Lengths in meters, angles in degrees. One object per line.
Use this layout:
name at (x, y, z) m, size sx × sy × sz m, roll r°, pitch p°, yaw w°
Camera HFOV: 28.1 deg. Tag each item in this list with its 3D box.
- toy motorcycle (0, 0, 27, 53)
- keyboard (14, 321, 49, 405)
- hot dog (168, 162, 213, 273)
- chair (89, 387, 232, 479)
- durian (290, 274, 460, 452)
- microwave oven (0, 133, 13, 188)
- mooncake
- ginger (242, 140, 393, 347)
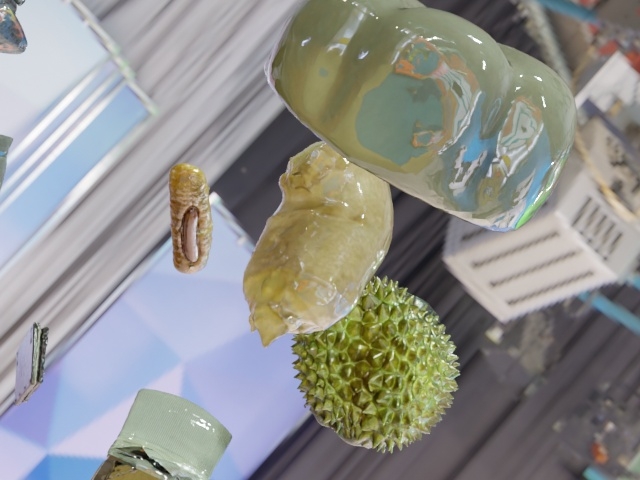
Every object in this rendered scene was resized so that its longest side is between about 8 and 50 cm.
toy motorcycle at (-0.485, -0.338, 1.532) m, size 0.307 × 0.108 × 0.173 m, roll 33°, pitch 19°, yaw -36°
keyboard at (-0.458, 0.196, 2.020) m, size 0.027 × 0.106 × 0.317 m, roll 4°, pitch -13°, yaw -16°
hot dog at (-0.194, -0.026, 1.922) m, size 0.216 × 0.066 × 0.047 m, roll 96°, pitch -14°, yaw -45°
chair at (-0.237, 0.346, 1.683) m, size 0.160 × 0.186 × 0.319 m, roll 24°, pitch 15°, yaw -2°
durian at (0.079, 0.169, 1.864) m, size 0.291 × 0.224 × 0.291 m, roll 39°, pitch 14°, yaw -12°
microwave oven at (-0.642, -0.032, 1.585) m, size 0.432 × 0.374 × 0.236 m, roll 16°, pitch 1°, yaw 36°
mooncake at (0.086, -0.123, 1.051) m, size 0.275 × 0.135 × 0.275 m, roll 27°, pitch 12°, yaw -7°
ginger at (0.000, 0.000, 1.359) m, size 0.152 × 0.267 × 0.138 m, roll 29°, pitch -23°, yaw -37°
